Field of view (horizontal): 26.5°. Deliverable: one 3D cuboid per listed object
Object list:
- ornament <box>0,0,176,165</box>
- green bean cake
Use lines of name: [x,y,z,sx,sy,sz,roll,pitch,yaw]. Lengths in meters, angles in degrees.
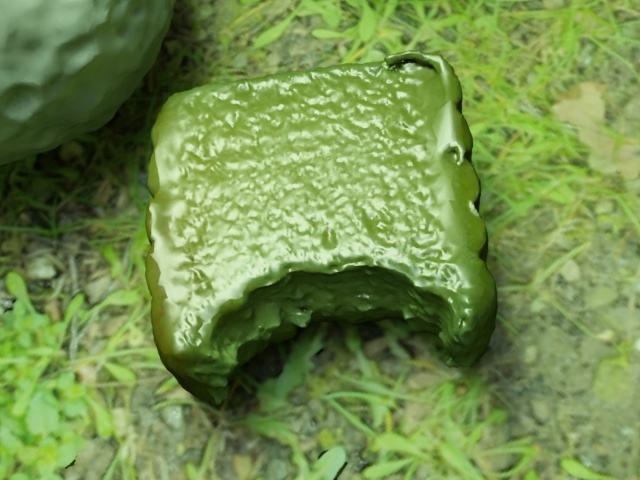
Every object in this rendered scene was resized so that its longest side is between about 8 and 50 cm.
ornament: [-0.269,-0.208,0.991,0.337,0.337,0.337,-3,64,7]
green bean cake: [0.000,0.000,0.969,0.236,0.124,0.233,-7,63,5]
